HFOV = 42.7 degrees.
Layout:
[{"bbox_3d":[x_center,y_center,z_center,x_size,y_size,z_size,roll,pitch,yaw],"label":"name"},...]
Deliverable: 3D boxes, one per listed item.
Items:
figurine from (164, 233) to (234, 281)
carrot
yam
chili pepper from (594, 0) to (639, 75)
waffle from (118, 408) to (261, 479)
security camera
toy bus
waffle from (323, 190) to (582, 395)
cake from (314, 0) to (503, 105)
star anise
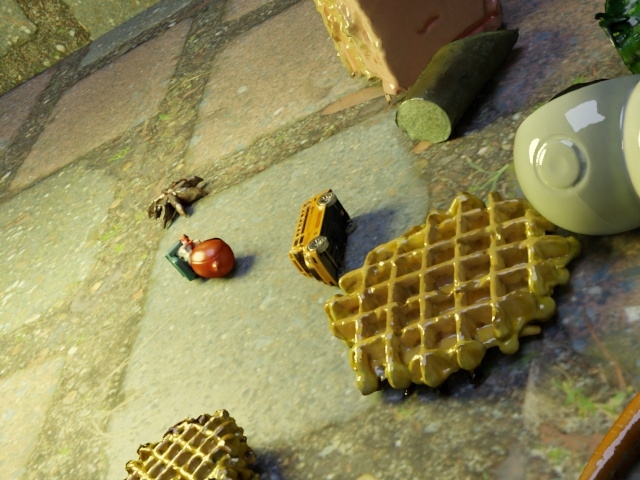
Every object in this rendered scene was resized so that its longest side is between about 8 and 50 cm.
[{"bbox_3d":[-0.197,0.029,1.346,0.140,0.068,0.075,4,46,49],"label":"figurine"},{"bbox_3d":[0.262,0.191,0.724,0.190,0.037,0.037,-47,33,-12],"label":"carrot"},{"bbox_3d":[0.225,-0.270,1.321,0.106,0.106,0.259,4,49,46],"label":"yam"},{"bbox_3d":[0.533,-0.372,1.111,0.385,0.167,0.213,-46,15,5],"label":"chili pepper"},{"bbox_3d":[-0.162,0.289,0.963,0.193,0.070,0.197,-32,29,7],"label":"waffle"},{"bbox_3d":[0.330,-0.093,0.900,0.236,0.194,0.194,-5,42,48],"label":"security camera"},{"bbox_3d":[0.000,0.000,1.195,0.074,0.069,0.162,-20,33,24],"label":"toy bus"},{"bbox_3d":[0.152,0.049,0.992,0.329,0.062,0.329,-25,32,18],"label":"waffle"},{"bbox_3d":[0.134,-0.477,1.489,0.293,0.314,0.307,-34,29,-1],"label":"cake"},{"bbox_3d":[-0.286,-0.083,1.611,0.141,0.042,0.141,-23,33,16],"label":"star anise"}]
